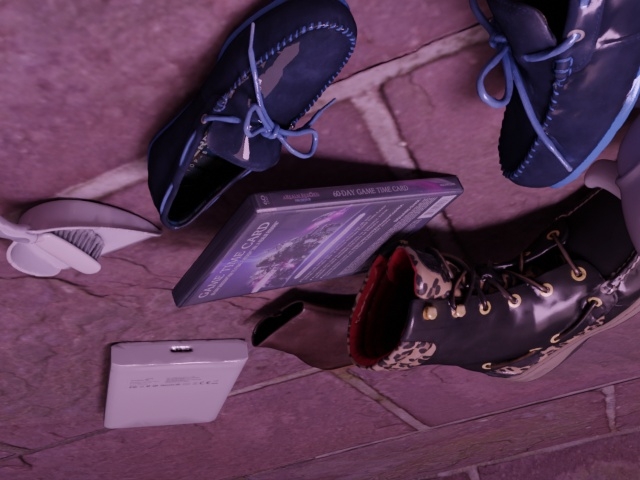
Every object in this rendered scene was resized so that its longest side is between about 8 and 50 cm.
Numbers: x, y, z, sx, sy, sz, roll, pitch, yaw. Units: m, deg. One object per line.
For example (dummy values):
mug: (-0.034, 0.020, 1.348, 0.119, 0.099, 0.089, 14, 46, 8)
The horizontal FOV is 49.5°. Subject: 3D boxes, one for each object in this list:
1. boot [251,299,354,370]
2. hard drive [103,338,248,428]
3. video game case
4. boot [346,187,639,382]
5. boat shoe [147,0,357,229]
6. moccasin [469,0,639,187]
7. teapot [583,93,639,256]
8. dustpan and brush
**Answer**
boot: (0.052, 0.120, 0.980, 0.248, 0.090, 0.207, -32, 143, 33)
hard drive: (-0.251, 0.245, 1.157, 0.203, 0.040, 0.307, 1, 149, -19)
video game case: (0.000, 0.000, 0.744, 0.274, 0.026, 0.196, -7, 155, -38)
boot: (0.220, 0.045, 0.818, 0.284, 0.138, 0.377, 5, 139, -26)
boat shoe: (-0.055, -0.091, 0.574, 0.109, 0.089, 0.258, 11, 145, -33)
moccasin: (0.165, -0.178, 0.479, 0.117, 0.137, 0.342, -1, 136, -7)
teapot: (0.340, -0.075, 0.568, 0.256, 0.187, 0.252, -53, 168, 31)
dustpan and brush: (-0.272, -0.005, 0.688, 0.147, 0.060, 0.211, -19, 150, 16)
